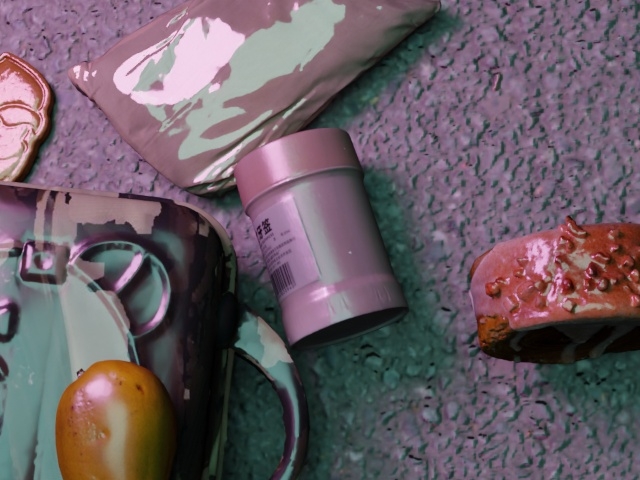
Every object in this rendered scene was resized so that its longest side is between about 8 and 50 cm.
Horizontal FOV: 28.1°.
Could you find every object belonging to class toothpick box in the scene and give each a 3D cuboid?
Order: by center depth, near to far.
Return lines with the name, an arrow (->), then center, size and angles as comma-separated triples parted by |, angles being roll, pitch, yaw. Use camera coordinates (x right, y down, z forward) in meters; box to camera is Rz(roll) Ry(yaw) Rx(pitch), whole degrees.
toothpick box -> 0.000, 0.000, 0.987 | 0.098, 0.098, 0.149 | -20, 76, 7

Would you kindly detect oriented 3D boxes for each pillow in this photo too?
pillow -> -0.056, -0.163, 1.049 | 0.270, 0.067, 0.173 | -42, 80, 1

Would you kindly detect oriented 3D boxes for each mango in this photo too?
mango -> -0.131, 0.134, 0.828 | 0.080, 0.060, 0.114 | -13, 84, -6

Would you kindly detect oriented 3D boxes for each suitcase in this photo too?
suitcase -> -0.176, 0.136, 0.952 | 0.339, 0.194, 0.352 | 5, 80, -3

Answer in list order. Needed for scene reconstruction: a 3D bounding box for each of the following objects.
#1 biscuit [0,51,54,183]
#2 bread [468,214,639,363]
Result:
biscuit -> -0.285, -0.100, 1.105 | 0.102, 0.019, 0.130 | 18, 82, 13
bread -> 0.186, 0.039, 0.914 | 0.160, 0.160, 0.073 | -5, 72, 10
